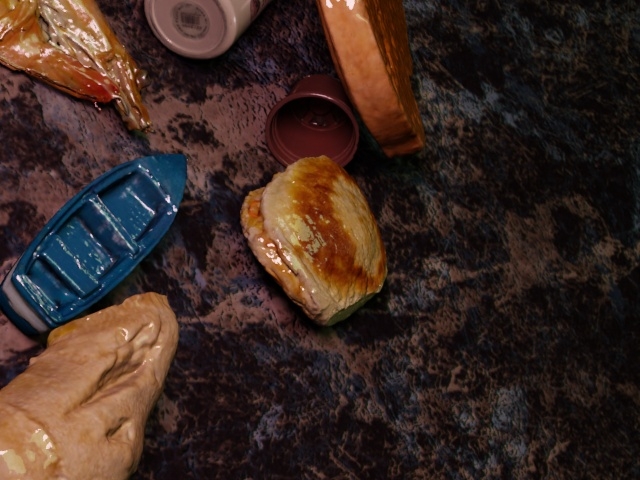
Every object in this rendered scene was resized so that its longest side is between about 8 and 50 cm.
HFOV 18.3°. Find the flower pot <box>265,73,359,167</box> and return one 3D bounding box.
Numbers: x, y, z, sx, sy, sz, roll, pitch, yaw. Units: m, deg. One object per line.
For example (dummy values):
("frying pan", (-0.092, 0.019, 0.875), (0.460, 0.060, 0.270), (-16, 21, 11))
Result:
("flower pot", (-0.004, -0.143, 2.314), (0.111, 0.111, 0.089), (42, 28, -15))

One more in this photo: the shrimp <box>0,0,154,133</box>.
("shrimp", (-0.283, -0.219, 2.128), (0.294, 0.062, 0.154), (45, 54, -8))

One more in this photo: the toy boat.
("toy boat", (-0.225, -0.006, 2.035), (0.096, 0.061, 0.299), (49, 42, -7))

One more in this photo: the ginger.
("ginger", (-0.232, 0.165, 1.866), (0.190, 0.126, 0.354), (40, 44, -9))

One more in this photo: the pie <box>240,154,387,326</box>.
("pie", (0.000, 0.000, 2.226), (0.205, 0.084, 0.179), (-26, 84, -52))

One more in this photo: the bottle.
("bottle", (-0.100, -0.317, 2.313), (0.120, 0.120, 0.253), (46, 42, -10))

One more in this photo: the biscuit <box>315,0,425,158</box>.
("biscuit", (0.035, -0.320, 2.348), (0.455, 0.078, 0.350), (-95, 169, -46))
